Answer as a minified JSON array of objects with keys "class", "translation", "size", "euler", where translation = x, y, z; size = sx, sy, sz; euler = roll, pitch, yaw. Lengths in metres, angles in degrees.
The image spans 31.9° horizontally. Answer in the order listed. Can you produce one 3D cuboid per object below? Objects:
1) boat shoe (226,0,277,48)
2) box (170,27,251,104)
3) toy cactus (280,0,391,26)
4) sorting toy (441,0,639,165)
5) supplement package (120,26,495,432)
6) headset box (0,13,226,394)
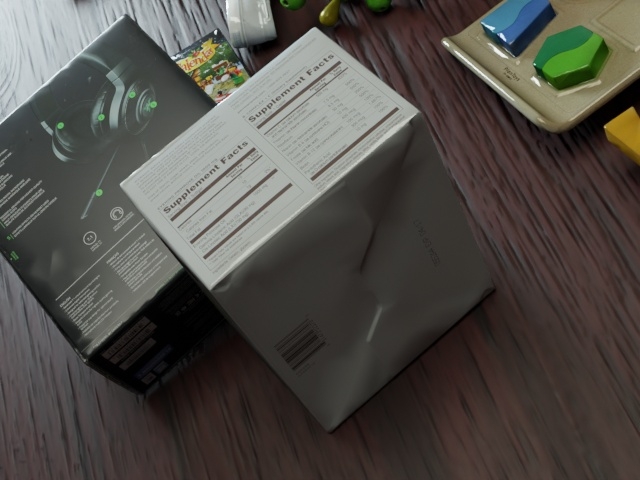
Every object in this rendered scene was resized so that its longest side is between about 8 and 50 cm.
[{"class":"boat shoe","translation":[-0.075,-0.303,1.304],"size":[0.063,0.066,0.184],"euler":[-4,53,4]},{"class":"box","translation":[-0.175,-0.117,1.228],"size":[0.233,0.044,0.159],"euler":[-32,51,0]},{"class":"toy cactus","translation":[0.044,-0.336,1.209],"size":[0.219,0.180,0.112],"euler":[-21,32,3]},{"class":"sorting toy","translation":[0.274,-0.193,1.058],"size":[0.229,0.041,0.307],"euler":[-34,41,-2]},{"class":"supplement package","translation":[0.000,0.000,0.933],"size":[0.204,0.262,0.145],"euler":[-40,51,-6]},{"class":"headset box","translation":[-0.188,-0.043,1.085],"size":[0.246,0.131,0.283],"euler":[-43,65,-5]}]
